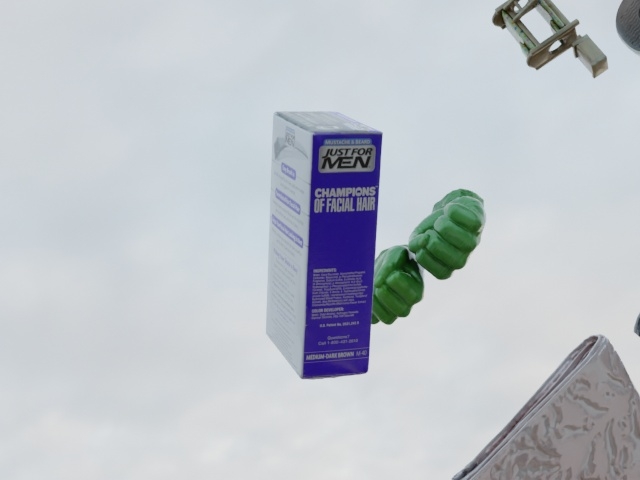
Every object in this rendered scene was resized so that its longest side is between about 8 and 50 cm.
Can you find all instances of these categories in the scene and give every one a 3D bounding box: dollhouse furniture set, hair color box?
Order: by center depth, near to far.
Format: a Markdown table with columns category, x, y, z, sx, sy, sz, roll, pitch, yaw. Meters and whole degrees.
| category | x | y | z | sx | sy | sz | roll | pitch | yaw |
| --- | --- | --- | --- | --- | --- | --- | --- | --- | --- |
| hair color box | 0.000 | 0.000 | 1.470 | 0.110 | 0.185 | 0.338 | -4 | -74 | -18 |
| dollhouse furniture set | 0.354 | -0.342 | 1.672 | 0.101 | 0.182 | 0.161 | -34 | -28 | 4 |

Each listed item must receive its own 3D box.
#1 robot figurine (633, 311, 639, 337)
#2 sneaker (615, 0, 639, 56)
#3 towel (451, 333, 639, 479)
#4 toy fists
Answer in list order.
| category | x | y | z | sx | sy | sz | roll | pitch | yaw |
| --- | --- | --- | --- | --- | --- | --- | --- | --- | --- |
| robot figurine | 0.604 | 0.099 | 1.558 | 0.291 | 0.085 | 0.211 | -43 | -66 | 4 |
| sneaker | 0.509 | -0.261 | 1.406 | 0.123 | 0.290 | 0.105 | 20 | -74 | -31 |
| towel | 0.368 | 0.353 | 1.508 | 0.317 | 0.053 | 0.331 | -40 | -68 | -18 |
| toy fists | 0.164 | 0.031 | 1.744 | 0.096 | 0.142 | 0.279 | 39 | -62 | -16 |
